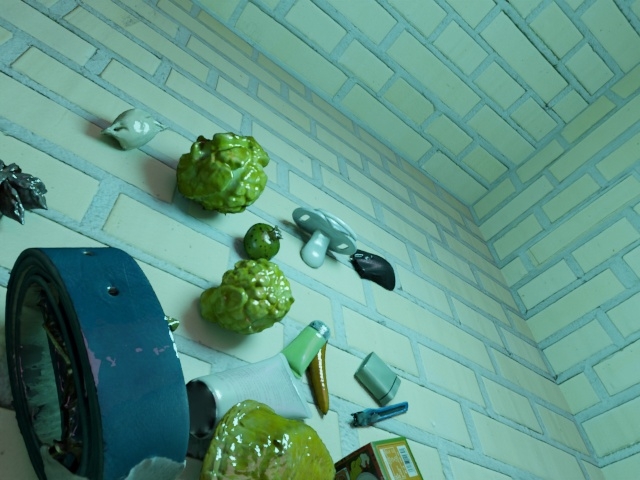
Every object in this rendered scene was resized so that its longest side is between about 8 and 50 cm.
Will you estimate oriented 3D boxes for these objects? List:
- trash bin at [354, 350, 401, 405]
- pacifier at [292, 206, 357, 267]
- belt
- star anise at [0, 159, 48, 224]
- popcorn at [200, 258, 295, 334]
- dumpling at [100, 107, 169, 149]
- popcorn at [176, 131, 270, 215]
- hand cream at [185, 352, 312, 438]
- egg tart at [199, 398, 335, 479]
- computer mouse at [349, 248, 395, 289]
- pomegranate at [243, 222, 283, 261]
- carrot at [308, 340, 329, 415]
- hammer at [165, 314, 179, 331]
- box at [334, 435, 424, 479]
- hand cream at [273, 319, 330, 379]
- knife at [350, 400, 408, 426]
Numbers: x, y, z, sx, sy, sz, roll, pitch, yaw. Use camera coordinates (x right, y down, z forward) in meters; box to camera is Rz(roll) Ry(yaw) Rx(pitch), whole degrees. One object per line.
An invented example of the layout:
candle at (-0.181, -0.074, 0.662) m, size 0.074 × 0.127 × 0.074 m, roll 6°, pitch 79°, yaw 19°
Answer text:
trash bin at (0.182, 0.429, 1.461) m, size 0.130 × 0.059 × 0.116 m, roll 47°, pitch 27°, yaw 5°
pacifier at (0.000, 0.000, 1.699) m, size 0.278 × 0.227 × 0.207 m, roll 37°, pitch 69°, yaw -14°
belt at (-0.376, 0.211, 0.766) m, size 0.173 × 0.300 × 0.437 m, roll 3°, pitch 52°, yaw -48°
star anise at (-0.692, -0.112, 0.992) m, size 0.209 × 0.089 × 0.231 m, roll 13°, pitch 30°, yaw -33°
popcorn at (-0.188, 0.144, 1.222) m, size 0.235 × 0.216 × 0.181 m, roll -55°, pitch 125°, yaw -67°
dumpling at (-0.567, -0.335, 1.418) m, size 0.198 × 0.136 × 0.119 m, roll -10°, pitch 94°, yaw -34°
popcorn at (-0.307, -0.208, 1.445) m, size 0.282 × 0.281 × 0.247 m, roll 13°, pitch 77°, yaw -44°
hand cream at (-0.160, 0.357, 1.078) m, size 0.358 × 0.118 × 0.186 m, roll 13°, pitch 40°, yaw -56°
egg tart at (-0.085, 0.476, 0.886) m, size 0.352 × 0.152 × 0.340 m, roll 56°, pitch 31°, yaw -28°
computer mouse at (0.231, 0.106, 1.922) m, size 0.264 × 0.088 × 0.147 m, roll 21°, pitch 34°, yaw -33°
pomegranate at (-0.178, 0.004, 1.474) m, size 0.130 × 0.130 × 0.130 m, roll 32°, pitch 31°, yaw -22°
carrot at (-0.008, 0.355, 1.319) m, size 0.062 × 0.066 × 0.271 m, roll -4°, pitch 41°, yaw 3°
hammer at (-0.366, 0.251, 0.997) m, size 0.158 × 0.041 × 0.227 m, roll 34°, pitch 31°, yaw -23°
box at (0.133, 0.585, 1.071) m, size 0.148 × 0.177 × 0.195 m, roll 15°, pitch 40°, yaw -44°
hand cream at (-0.041, 0.295, 1.301) m, size 0.095 × 0.046 × 0.175 m, roll 36°, pitch 55°, yaw 13°
knife at (0.183, 0.509, 1.383) m, size 0.296 × 0.026 × 0.044 m, roll 9°, pitch 77°, yaw -47°
